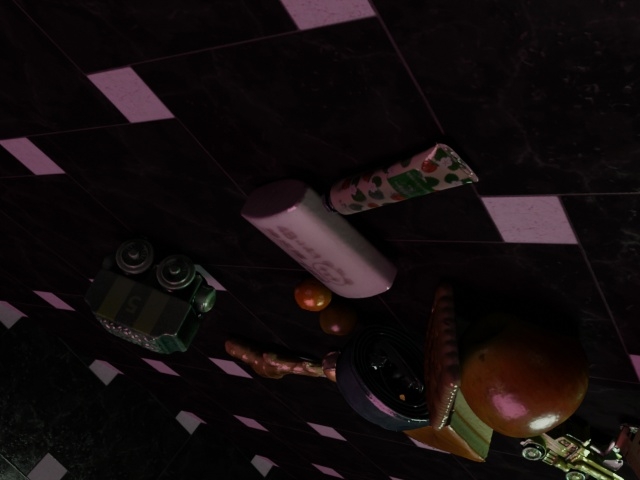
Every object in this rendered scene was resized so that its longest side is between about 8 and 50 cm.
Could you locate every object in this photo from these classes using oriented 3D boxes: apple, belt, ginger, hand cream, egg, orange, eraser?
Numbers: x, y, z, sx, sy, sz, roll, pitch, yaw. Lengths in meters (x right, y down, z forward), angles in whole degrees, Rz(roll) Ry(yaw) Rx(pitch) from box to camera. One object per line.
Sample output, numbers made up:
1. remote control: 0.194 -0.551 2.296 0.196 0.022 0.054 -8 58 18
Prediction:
1. apple: 0.377 0.242 1.387 0.226 0.246 0.246 50 149 -5
2. belt: 0.161 0.315 1.640 0.267 0.206 0.116 43 136 5
3. ginger: -0.130 0.358 2.130 0.333 0.081 0.148 5 132 32
4. hand cream: 0.111 -0.090 1.143 0.276 0.059 0.095 -15 136 45
5. egg: 0.048 0.341 1.943 0.080 0.080 0.096 3 143 36
6. orange: -0.017 0.120 1.607 0.083 0.070 0.083 18 157 8
7. eraser: 0.000 0.000 1.353 0.174 0.095 0.270 -5 140 49
8. apple: 0.042 0.179 1.664 0.089 0.075 0.089 8 169 2

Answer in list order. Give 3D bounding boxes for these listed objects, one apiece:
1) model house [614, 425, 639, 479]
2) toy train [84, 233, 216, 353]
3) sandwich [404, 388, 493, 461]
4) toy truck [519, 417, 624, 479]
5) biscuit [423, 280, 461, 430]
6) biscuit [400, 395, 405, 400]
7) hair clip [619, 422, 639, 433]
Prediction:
1. model house: 0.690 0.356 1.326 0.169 0.244 0.326 21 -173 9
2. toy train: -0.418 0.135 1.776 0.299 0.238 0.167 19 156 13
3. sandwich: 0.327 0.422 1.777 0.227 0.155 0.198 19 153 10
4. toy truck: 0.608 0.486 1.739 0.259 0.128 0.135 26 128 0
5. biscuit: 0.240 0.241 1.469 0.044 0.217 0.325 0 151 3
6. biscuit: 0.246 0.447 2.025 0.144 0.033 0.224 6 148 35
7. hair clip: 0.737 0.472 1.669 0.066 0.036 0.229 -2 137 33
